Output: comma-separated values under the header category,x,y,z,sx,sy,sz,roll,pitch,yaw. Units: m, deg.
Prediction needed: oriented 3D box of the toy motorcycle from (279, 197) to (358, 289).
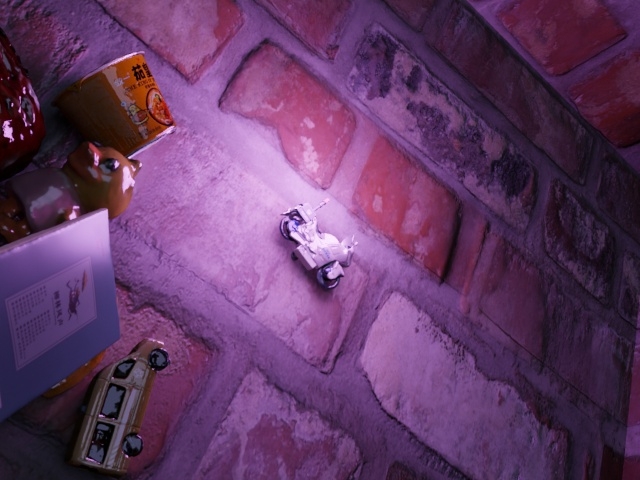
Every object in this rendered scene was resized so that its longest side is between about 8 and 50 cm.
category,x,y,z,sx,sy,sz,roll,pitch,yaw
toy motorcycle,0.000,0.000,1.590,0.150,0.102,0.221,-41,98,-27

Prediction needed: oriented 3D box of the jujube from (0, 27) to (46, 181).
category,x,y,z,sx,sy,sz,roll,pitch,yaw
jujube,-0.646,-0.285,1.144,0.376,0.258,0.258,49,51,-3

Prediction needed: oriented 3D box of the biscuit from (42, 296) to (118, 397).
category,x,y,z,sx,sy,sz,roll,pitch,yaw
biscuit,-0.479,0.160,1.213,0.203,0.041,0.259,18,60,-29

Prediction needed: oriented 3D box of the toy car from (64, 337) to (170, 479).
category,x,y,z,sx,sy,sz,roll,pitch,yaw
toy car,-0.371,0.295,1.198,0.125,0.101,0.256,23,61,-23

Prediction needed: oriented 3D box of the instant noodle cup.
category,x,y,z,sx,sy,sz,roll,pitch,yaw
instant noodle cup,-0.408,-0.260,1.341,0.216,0.216,0.172,-41,106,-39

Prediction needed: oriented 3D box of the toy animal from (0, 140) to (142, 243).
category,x,y,z,sx,sy,sz,roll,pitch,yaw
toy animal,-0.461,-0.082,1.221,0.281,0.169,0.195,-37,60,-16

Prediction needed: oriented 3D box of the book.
category,x,y,z,sx,sy,sz,roll,pitch,yaw
book,-0.442,0.116,1.038,0.379,0.031,0.264,-42,136,-67
